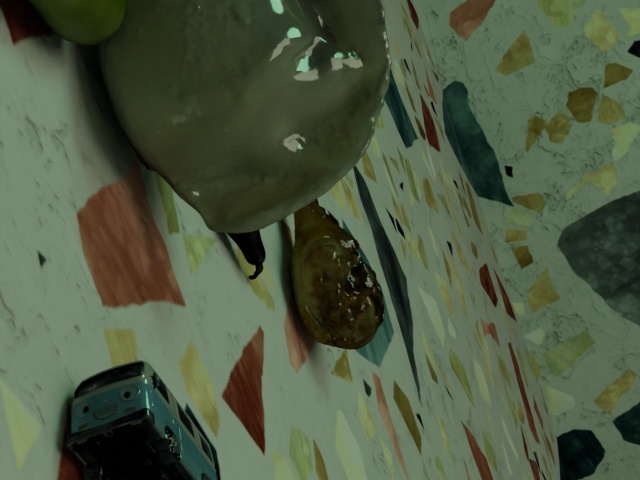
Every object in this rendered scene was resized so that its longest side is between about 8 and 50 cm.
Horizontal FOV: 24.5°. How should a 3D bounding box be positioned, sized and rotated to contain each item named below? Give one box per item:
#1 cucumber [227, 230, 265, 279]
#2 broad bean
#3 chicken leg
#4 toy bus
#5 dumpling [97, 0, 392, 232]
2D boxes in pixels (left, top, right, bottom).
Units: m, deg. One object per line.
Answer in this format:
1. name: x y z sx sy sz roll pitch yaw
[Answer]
1. cucumber: -0.082 -0.029 1.325 0.039 0.043 0.163 -44 121 -33
2. broad bean: -0.193 -0.210 1.027 0.174 0.082 0.124 64 11 -73
3. chicken leg: -0.003 0.000 1.538 0.107 0.087 0.251 91 -17 -59
4. toy bus: -0.111 0.128 0.931 0.123 0.060 0.075 62 12 -45
5. dumpling: -0.064 -0.154 1.139 0.175 0.227 0.243 -98 164 -65
